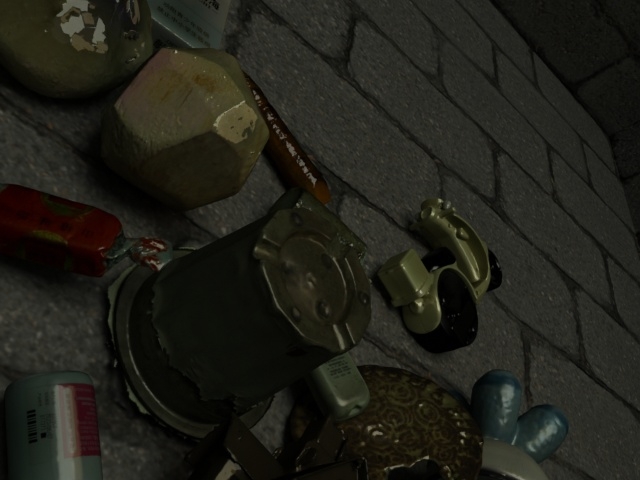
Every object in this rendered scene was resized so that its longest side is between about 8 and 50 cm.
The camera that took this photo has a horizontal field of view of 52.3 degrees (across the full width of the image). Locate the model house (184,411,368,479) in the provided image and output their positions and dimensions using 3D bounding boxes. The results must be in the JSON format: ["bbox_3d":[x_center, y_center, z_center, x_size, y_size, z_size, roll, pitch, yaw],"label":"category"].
[{"bbox_3d":[-0.053,0.294,0.778,0.204,0.211,0.243,52,42,-12],"label":"model house"}]

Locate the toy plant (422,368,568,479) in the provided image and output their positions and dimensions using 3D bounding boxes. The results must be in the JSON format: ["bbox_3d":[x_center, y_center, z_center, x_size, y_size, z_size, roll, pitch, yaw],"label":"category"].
[{"bbox_3d":[0.303,0.360,1.146,0.247,0.247,0.332,48,35,-14],"label":"toy plant"}]

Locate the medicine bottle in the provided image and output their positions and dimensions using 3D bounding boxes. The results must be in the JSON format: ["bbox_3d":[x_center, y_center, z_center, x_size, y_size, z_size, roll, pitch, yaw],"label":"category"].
[{"bbox_3d":[-0.269,0.249,0.666,0.090,0.090,0.216,10,59,-46],"label":"medicine bottle"}]

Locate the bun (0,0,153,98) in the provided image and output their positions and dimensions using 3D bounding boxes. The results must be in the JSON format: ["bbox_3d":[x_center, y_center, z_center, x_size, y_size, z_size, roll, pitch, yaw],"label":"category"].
[{"bbox_3d":[-0.355,-0.334,0.918,0.273,0.168,0.272,25,55,-41],"label":"bun"}]

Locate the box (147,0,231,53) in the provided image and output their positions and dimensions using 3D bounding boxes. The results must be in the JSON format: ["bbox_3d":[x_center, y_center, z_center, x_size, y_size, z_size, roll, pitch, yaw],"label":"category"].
[{"bbox_3d":[-0.249,-0.419,1.180,0.155,0.067,0.243,34,43,-32],"label":"box"}]

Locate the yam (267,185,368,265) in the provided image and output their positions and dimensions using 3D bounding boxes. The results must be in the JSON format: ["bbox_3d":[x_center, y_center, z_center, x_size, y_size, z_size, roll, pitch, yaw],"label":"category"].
[{"bbox_3d":[0.000,0.000,1.140,0.194,0.107,0.107,41,40,-23],"label":"yam"}]

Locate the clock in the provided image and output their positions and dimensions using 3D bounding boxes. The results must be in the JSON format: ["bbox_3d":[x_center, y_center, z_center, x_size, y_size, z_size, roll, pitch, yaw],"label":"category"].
[{"bbox_3d":[0.273,0.063,1.406,0.276,0.120,0.379,57,37,-11],"label":"clock"}]

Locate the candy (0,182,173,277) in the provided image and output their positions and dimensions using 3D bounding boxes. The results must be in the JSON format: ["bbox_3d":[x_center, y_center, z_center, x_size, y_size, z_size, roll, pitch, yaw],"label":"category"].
[{"bbox_3d":[-0.319,-0.012,0.767,0.292,0.059,0.086,16,45,-10],"label":"candy"}]

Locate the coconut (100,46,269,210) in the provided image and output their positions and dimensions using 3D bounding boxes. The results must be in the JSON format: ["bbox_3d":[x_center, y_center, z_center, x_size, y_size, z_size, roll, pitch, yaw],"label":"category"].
[{"bbox_3d":[-0.186,-0.163,0.932,0.197,0.237,0.237,84,-13,-74],"label":"coconut"}]

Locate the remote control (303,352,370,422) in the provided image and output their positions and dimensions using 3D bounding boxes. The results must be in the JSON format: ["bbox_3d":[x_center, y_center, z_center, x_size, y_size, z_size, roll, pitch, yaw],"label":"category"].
[{"bbox_3d":[-0.021,0.136,1.022,0.090,0.038,0.309,-10,60,-39],"label":"remote control"}]

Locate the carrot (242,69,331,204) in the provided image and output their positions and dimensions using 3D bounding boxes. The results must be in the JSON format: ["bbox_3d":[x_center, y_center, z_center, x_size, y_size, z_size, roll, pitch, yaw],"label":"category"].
[{"bbox_3d":[-0.081,-0.197,1.219,0.314,0.066,0.066,58,36,0],"label":"carrot"}]

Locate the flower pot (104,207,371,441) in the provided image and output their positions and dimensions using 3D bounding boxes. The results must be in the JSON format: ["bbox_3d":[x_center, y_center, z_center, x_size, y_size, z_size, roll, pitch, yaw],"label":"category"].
[{"bbox_3d":[-0.091,0.095,0.840,0.290,0.259,0.290,28,48,-36],"label":"flower pot"}]

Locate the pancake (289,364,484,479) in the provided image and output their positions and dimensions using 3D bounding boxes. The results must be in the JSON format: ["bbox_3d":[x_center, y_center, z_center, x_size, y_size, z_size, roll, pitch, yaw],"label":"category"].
[{"bbox_3d":[0.103,0.292,0.987,0.286,0.033,0.288,30,38,23],"label":"pancake"}]
